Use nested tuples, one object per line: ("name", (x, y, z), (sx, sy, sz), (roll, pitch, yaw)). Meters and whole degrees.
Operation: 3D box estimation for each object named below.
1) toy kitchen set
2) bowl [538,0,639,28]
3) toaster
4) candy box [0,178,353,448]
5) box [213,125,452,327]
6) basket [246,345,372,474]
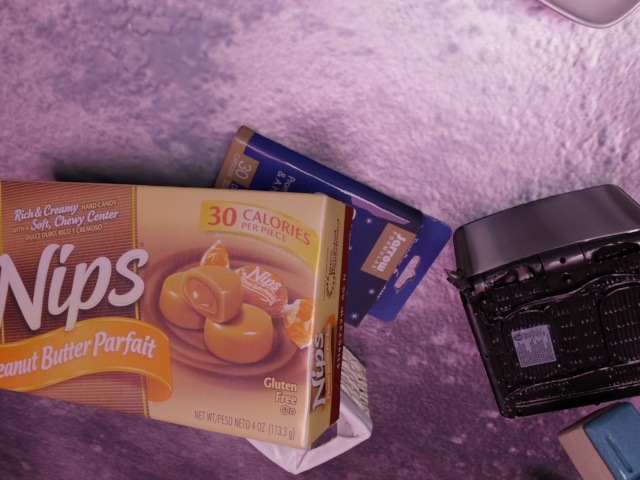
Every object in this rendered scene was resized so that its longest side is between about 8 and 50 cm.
("toy kitchen set", (0.328, 0.141, 0.394), (0.207, 0.122, 0.166), (-17, 154, -24))
("bowl", (0.180, -0.231, 0.352), (0.142, 0.053, 0.142), (30, 118, -9))
("toaster", (0.212, 0.052, 0.471), (0.168, 0.110, 0.185), (-18, 115, 15))
("candy box", (-0.139, 0.048, 0.455), (0.317, 0.087, 0.182), (4, 87, 19))
("box", (0.000, 0.000, 0.516), (0.225, 0.036, 0.136), (24, 119, -7))
("basket", (-0.036, 0.141, 0.560), (0.113, 0.103, 0.167), (-36, 110, 23))
